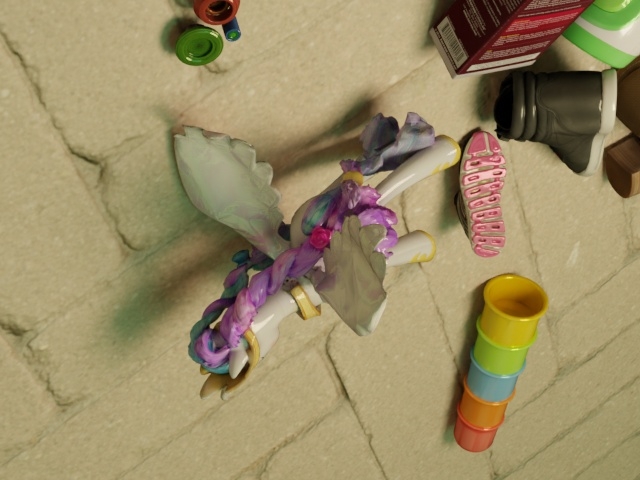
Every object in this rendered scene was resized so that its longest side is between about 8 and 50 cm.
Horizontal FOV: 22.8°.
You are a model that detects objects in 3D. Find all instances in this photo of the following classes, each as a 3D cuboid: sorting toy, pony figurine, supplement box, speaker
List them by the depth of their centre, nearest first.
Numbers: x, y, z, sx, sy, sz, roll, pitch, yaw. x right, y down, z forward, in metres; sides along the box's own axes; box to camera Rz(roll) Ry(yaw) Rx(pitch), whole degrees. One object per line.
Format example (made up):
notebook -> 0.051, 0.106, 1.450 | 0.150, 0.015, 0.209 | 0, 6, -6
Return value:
sorting toy -> -0.114, -0.229, 1.638 | 0.061, 0.042, 0.102 | 9, 133, -29
supplement box -> 0.240, -0.280, 1.795 | 0.130, 0.073, 0.239 | -14, 162, -33
pony figurine -> 0.000, 0.000, 1.811 | 0.363, 0.303, 0.351 | -38, 155, -32
speaker -> 0.400, -0.357, 1.895 | 0.131, 0.131, 0.296 | 9, 120, -47

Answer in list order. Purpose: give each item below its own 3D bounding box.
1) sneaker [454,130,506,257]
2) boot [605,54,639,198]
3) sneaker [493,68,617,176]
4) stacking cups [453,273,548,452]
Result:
sneaker -> 0.205, -0.066, 2.071 | 0.063, 0.075, 0.170 | -12, 114, -10
boot -> 0.509, -0.189, 2.174 | 0.220, 0.109, 0.283 | -28, 143, -16
sneaker -> 0.295, -0.155, 2.041 | 0.147, 0.104, 0.296 | 3, 168, 5
stacking cups -> 0.253, 0.197, 2.348 | 0.096, 0.096, 0.316 | -17, 138, -30
